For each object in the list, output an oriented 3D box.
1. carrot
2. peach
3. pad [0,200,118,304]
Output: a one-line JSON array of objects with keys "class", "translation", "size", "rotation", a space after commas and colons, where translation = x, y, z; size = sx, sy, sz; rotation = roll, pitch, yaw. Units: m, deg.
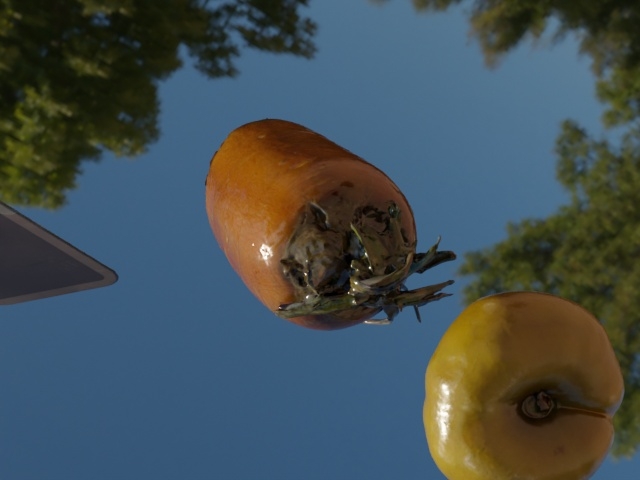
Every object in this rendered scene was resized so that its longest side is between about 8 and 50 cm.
[{"class": "carrot", "translation": [0.000, 0.000, 1.252], "size": [0.193, 0.214, 0.331], "rotation": [-9, -161, -24]}, {"class": "peach", "translation": [0.167, 0.129, 0.928], "size": [0.179, 0.179, 0.103], "rotation": [24, 177, -23]}, {"class": "pad", "translation": [-0.315, 0.001, 0.996], "size": [0.266, 0.176, 0.002], "rotation": [40, -134, -52]}]
